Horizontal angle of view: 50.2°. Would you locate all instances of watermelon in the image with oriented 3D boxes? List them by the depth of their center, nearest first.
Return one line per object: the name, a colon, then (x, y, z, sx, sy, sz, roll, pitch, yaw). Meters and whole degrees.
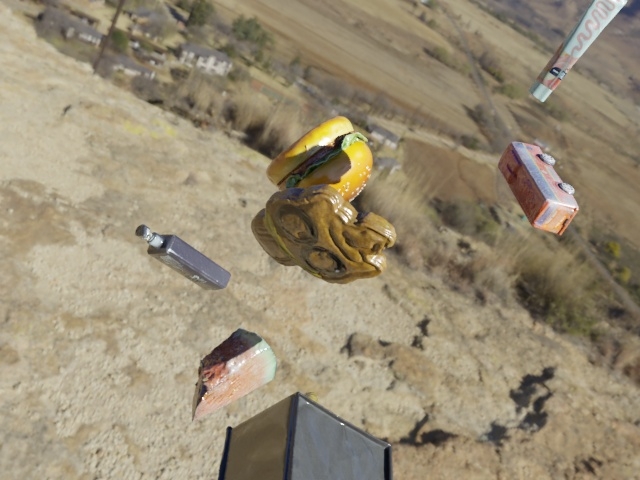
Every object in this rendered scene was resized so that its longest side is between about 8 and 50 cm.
watermelon: (-0.238, 0.336, 1.699, 0.140, 0.193, 0.256, 33, 53, 29)

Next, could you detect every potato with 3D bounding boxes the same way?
potato: (-0.029, 0.420, 1.781, 0.046, 0.045, 0.092, 39, -1, 7)

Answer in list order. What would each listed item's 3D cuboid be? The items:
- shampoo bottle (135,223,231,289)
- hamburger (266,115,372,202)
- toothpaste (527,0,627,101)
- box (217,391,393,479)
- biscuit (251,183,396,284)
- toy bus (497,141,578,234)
shampoo bottle: (-0.388, 0.044, 1.899, 0.098, 0.071, 0.309, 0, -30, 41)
hamburger: (0.009, -0.150, 1.511, 0.170, 0.246, 0.246, 54, 28, 0)
toothpaste: (0.424, -0.325, 1.136, 0.056, 0.205, 0.036, 23, 26, -24)
box: (-0.033, 0.476, 1.149, 0.251, 0.204, 0.345, 37, 35, -28)
biscuit: (0.000, 0.000, 1.144, 0.208, 0.290, 0.041, 55, 51, -29)
toy bus: (0.345, -0.089, 1.091, 0.077, 0.065, 0.192, 14, 35, -17)
